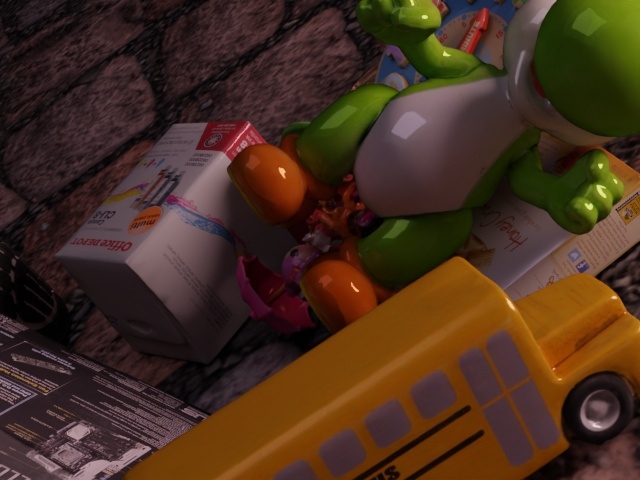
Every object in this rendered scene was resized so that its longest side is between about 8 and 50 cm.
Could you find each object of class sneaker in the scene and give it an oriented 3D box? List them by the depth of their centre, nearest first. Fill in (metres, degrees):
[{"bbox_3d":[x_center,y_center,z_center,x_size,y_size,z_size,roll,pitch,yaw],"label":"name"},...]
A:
[{"bbox_3d":[-0.319,0.109,1.768,0.121,0.111,0.300,-32,24,20],"label":"sneaker"}]

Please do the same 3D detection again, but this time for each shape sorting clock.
[{"bbox_3d":[0.122,-0.144,1.612,0.206,0.040,0.206,-25,53,37],"label":"shape sorting clock"}]

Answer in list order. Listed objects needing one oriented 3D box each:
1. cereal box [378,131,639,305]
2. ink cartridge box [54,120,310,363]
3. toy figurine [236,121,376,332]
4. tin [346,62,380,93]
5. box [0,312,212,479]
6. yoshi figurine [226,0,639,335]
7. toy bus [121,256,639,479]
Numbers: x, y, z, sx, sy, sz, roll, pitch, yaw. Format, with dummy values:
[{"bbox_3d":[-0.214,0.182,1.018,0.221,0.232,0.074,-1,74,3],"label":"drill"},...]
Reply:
[{"bbox_3d":[0.124,0.015,1.426,0.240,0.047,0.173,-38,26,-2],"label":"cereal box"},{"bbox_3d":[-0.114,0.000,1.658,0.128,0.127,0.176,3,48,53],"label":"ink cartridge box"},{"bbox_3d":[0.000,0.000,1.535,0.159,0.130,0.173,-62,16,-19],"label":"toy figurine"},{"bbox_3d":[0.101,-0.140,1.723,0.189,0.040,0.106,-13,39,40],"label":"tin"},{"bbox_3d":[-0.240,0.137,1.344,0.242,0.307,0.077,-30,-39,-65],"label":"box"},{"bbox_3d":[0.121,-0.086,1.347,0.362,0.203,0.203,-33,42,5],"label":"yoshi figurine"},{"bbox_3d":[0.049,0.121,1.219,0.332,0.130,0.108,-33,23,-6],"label":"toy bus"}]
